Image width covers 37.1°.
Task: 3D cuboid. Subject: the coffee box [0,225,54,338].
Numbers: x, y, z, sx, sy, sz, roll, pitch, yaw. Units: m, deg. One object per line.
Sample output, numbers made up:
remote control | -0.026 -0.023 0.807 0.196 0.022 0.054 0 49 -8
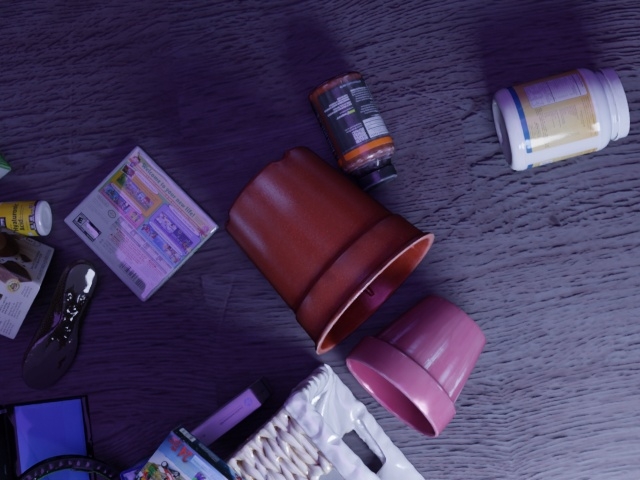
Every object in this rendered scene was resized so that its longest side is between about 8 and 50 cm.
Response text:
coffee box | -0.622 0.029 1.614 0.297 0.168 0.118 25 106 -16

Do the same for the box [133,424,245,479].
box | -0.167 0.403 1.374 0.233 0.044 0.159 39 97 8

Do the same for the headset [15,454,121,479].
headset | -0.449 0.567 1.639 0.243 0.185 0.394 12 78 -20

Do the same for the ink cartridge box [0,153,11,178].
ink cartridge box | -0.670 -0.188 1.694 0.087 0.153 0.208 -40 84 2

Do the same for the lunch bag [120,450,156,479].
lunch bag | -0.268 0.440 1.642 0.096 0.129 0.151 -29 87 3

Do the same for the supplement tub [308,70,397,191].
supplement tub | 0.062 -0.186 1.663 0.106 0.106 0.197 -24 86 3

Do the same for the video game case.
video game case | -0.323 -0.030 1.724 0.212 0.023 0.193 45 91 6

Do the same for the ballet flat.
ballet flat | -0.469 0.148 1.714 0.084 0.058 0.249 19 95 -30

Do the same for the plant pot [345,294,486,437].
plant pot | 0.172 0.198 1.600 0.201 0.201 0.180 41 75 5

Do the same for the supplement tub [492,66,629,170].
supplement tub | 0.405 -0.209 1.618 0.200 0.144 0.144 -14 86 3

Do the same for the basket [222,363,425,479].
basket | 0.000 0.417 1.532 0.266 0.331 0.328 -41 85 7

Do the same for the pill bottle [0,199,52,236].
pill bottle | -0.550 -0.038 1.720 0.116 0.065 0.065 -3 87 5

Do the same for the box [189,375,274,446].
box | -0.154 0.294 1.612 0.145 0.186 0.038 -37 85 1

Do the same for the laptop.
laptop | -0.542 0.405 1.659 0.137 0.264 0.234 -11 85 40

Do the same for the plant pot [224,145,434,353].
plant pot | 0.000 0.000 1.592 0.265 0.272 0.272 44 91 13
